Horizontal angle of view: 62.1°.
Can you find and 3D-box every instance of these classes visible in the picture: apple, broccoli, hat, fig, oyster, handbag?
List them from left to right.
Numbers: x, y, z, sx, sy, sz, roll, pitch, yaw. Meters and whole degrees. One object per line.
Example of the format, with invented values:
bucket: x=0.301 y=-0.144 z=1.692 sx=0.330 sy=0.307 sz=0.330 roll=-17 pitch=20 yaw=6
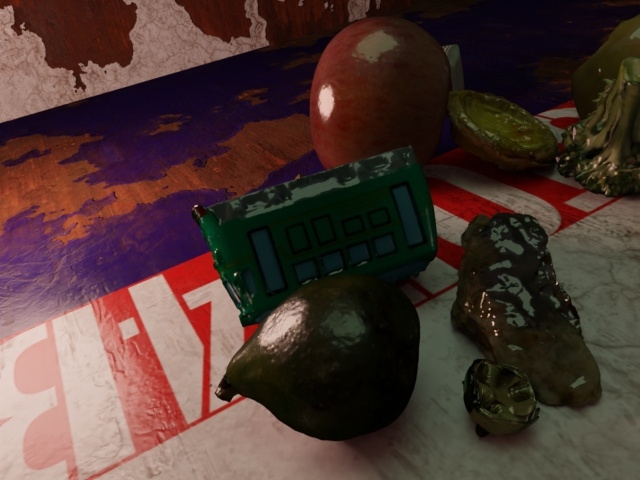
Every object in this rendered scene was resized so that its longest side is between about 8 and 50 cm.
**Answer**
fig: x=-0.007 y=0.134 z=0.609 sx=0.245 sy=0.195 sz=0.195 roll=-5 pitch=31 yaw=4
apple: x=0.134 y=-0.278 z=1.099 sx=0.270 sy=0.344 sz=0.345 roll=8 pitch=36 yaw=23
handbag: x=0.248 y=-0.448 z=1.523 sx=0.298 sy=0.151 sz=0.171 roll=0 pitch=38 yaw=25
hat: x=0.196 y=0.180 z=0.592 sx=0.076 sy=0.059 sz=0.077 roll=8 pitch=38 yaw=1
oyster: x=0.255 y=0.059 z=0.718 sx=0.166 sy=0.110 sz=0.341 roll=-7 pitch=44 yaw=18
broccoli: x=0.534 y=-0.192 z=0.912 sx=0.247 sy=0.243 sz=0.263 roll=-25 pitch=50 yaw=8
apple: x=0.666 y=-0.338 z=1.099 sx=0.279 sy=0.279 sz=0.279 roll=-9 pitch=31 yaw=5

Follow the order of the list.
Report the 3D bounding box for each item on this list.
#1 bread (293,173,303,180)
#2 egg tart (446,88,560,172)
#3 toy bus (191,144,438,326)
bread: x=-0.013 y=-0.051 z=0.979 sx=0.086 sy=0.125 sz=0.156 roll=-10 pitch=-4 yaw=-9
egg tart: x=0.372 y=-0.225 z=1.124 sx=0.279 sy=0.095 sz=0.279 roll=14 pitch=38 yaw=-11
toy bus: x=0.000 y=0.000 z=0.808 sx=0.344 sy=0.199 sz=0.183 roll=-17 pitch=-5 yaw=-8
